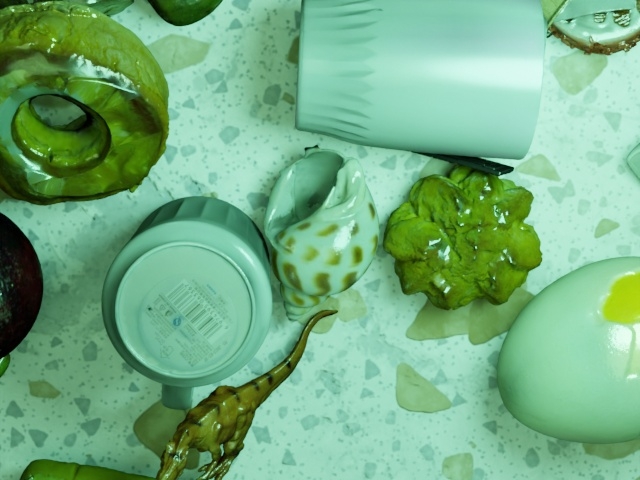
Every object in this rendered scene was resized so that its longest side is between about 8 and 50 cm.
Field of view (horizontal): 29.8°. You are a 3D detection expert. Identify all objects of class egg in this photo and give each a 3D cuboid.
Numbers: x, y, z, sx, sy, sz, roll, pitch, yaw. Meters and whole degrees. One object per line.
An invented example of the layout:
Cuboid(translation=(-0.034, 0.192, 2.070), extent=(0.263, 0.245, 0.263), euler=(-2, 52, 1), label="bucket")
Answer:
Cuboid(translation=(0.440, 0.176, 1.867), extent=(0.345, 0.283, 0.283), euler=(-18, 100, 4), label="egg")

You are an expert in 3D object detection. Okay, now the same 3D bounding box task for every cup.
Cuboid(translation=(0.150, -0.253, 1.794), extent=(0.371, 0.253, 0.253), euler=(2, 99, -3), label="cup")
Cuboid(translation=(-0.198, 0.109, 1.793), extent=(0.236, 0.327, 0.323), euler=(9, 100, -5), label="cup")

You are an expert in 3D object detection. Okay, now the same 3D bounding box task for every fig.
Cuboid(translation=(-0.182, -0.396, 1.835), extent=(0.177, 0.117, 0.117), euler=(-27, 100, -21), label="fig")

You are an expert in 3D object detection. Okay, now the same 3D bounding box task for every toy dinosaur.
Cuboid(translation=(-0.140, 0.270, 1.899), extent=(0.097, 0.432, 0.208), euler=(35, 137, 11), label="toy dinosaur")

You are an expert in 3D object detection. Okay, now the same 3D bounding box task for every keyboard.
Cuboid(translation=(0.196, -0.132, 1.863), extent=(0.204, 0.061, 0.013), euler=(18, 108, 25), label="keyboard")

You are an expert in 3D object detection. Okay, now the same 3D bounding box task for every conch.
Cuboid(translation=(0.000, 0.000, 1.877), extent=(0.275, 0.183, 0.149), euler=(-57, 143, 3), label="conch")

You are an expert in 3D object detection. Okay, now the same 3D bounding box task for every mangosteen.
Cuboid(translation=(-0.553, 0.088, 1.791), extent=(0.300, 0.300, 0.300), euler=(-1, 99, -3), label="mangosteen")

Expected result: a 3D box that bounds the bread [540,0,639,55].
Cuboid(translation=(0.430, -0.394, 1.853), extent=(0.212, 0.142, 0.224), euler=(38, 96, 6), label="bread")

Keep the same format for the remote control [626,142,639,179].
Cuboid(translation=(0.623, -0.209, 1.930), extent=(0.313, 0.055, 0.109), euler=(-44, 121, 1), label="remote control")

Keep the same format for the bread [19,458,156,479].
Cuboid(translation=(-0.316, 0.451, 1.948), extent=(0.383, 0.112, 0.166), euler=(11, 100, -6), label="bread")

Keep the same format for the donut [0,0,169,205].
Cuboid(translation=(-0.386, -0.185, 1.774), extent=(0.330, 0.160, 0.330), euler=(-4, 132, -5), label="donut")

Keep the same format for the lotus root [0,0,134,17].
Cuboid(translation=(-0.400, -0.373, 1.811), extent=(0.235, 0.138, 0.119), euler=(-24, 90, 6), label="lotus root")

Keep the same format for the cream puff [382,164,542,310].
Cuboid(translation=(0.226, -0.004, 1.887), extent=(0.244, 0.196, 0.244), euler=(-1, 92, -32), label="cream puff")
